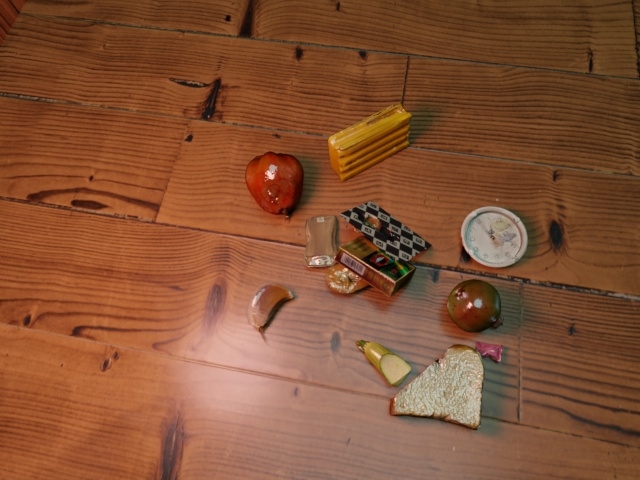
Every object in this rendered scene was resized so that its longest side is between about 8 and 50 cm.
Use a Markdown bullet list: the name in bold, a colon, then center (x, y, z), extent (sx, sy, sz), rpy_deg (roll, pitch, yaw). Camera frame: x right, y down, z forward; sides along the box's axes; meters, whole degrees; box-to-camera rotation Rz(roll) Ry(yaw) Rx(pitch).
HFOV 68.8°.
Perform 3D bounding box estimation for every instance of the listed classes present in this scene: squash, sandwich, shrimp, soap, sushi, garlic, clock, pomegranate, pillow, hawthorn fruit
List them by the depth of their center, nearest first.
- **sandwich**: center (0.373, 0.452, 1.489), extent (0.288, 0.100, 0.255), rpy_deg (6, 74, 5)
- **squash**: center (0.199, 0.388, 1.539), extent (0.200, 0.075, 0.090), rpy_deg (37, 100, 18)
- **pomegranate**: center (0.526, 0.228, 1.554), extent (0.209, 0.180, 0.180), rpy_deg (34, 69, -22)
- **garlic**: center (-0.192, 0.235, 1.621), extent (0.128, 0.090, 0.198), rpy_deg (31, 67, 2)
- **shrimp**: center (0.123, 0.136, 1.659), extent (0.216, 0.051, 0.115), rpy_deg (2, 66, -2)
- **sushi**: center (0.224, -0.018, 1.676), extent (0.290, 0.050, 0.264), rpy_deg (39, 34, 19)
- **clock**: center (0.624, -0.008, 1.694), extent (0.236, 0.053, 0.237), rpy_deg (-2, 68, 5)
- **pillow**: center (0.000, 0.000, 1.727), extent (0.130, 0.033, 0.218), rpy_deg (-5, 59, 7)
- **hawthorn fruit**: center (-0.163, -0.199, 1.736), extent (0.223, 0.224, 0.261), rpy_deg (-12, 80, -2)
- **soap**: center (0.191, -0.379, 1.794), extent (0.324, 0.204, 0.096), rpy_deg (-29, 65, -9)

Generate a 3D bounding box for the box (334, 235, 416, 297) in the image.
- **box**: center (0.189, 0.082, 1.614), extent (0.240, 0.071, 0.159), rpy_deg (33, 31, 24)

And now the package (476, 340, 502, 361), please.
- **package**: center (0.560, 0.369, 1.553), extent (0.083, 0.029, 0.059), rpy_deg (7, 64, 16)
